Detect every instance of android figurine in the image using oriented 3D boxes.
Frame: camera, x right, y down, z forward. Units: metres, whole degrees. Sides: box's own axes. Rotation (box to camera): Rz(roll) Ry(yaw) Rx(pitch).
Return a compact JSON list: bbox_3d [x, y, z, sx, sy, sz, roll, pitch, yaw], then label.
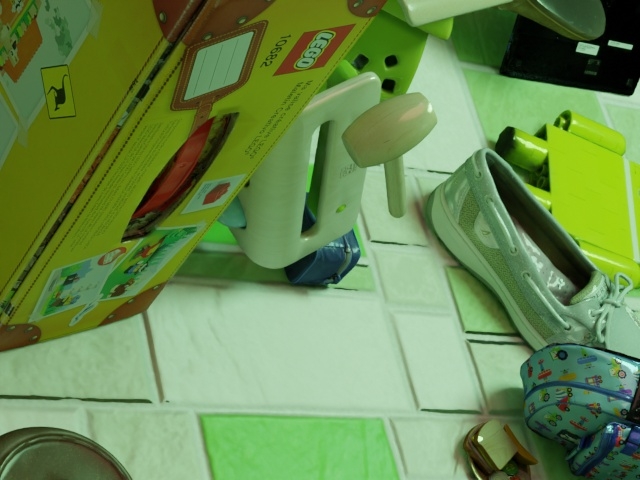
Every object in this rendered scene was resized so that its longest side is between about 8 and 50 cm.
[{"bbox_3d":[0.335,-0.042,1.861,0.273,0.056,0.248,22,47,-19],"label":"android figurine"}]

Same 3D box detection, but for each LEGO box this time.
[{"bbox_3d":[-0.200,-0.197,1.272,0.193,0.500,0.372,-15,68,-40],"label":"LEGO box"}]

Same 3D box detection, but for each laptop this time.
[{"bbox_3d":[0.328,-0.345,2.014,0.234,0.264,0.136,4,21,-33],"label":"laptop"}]

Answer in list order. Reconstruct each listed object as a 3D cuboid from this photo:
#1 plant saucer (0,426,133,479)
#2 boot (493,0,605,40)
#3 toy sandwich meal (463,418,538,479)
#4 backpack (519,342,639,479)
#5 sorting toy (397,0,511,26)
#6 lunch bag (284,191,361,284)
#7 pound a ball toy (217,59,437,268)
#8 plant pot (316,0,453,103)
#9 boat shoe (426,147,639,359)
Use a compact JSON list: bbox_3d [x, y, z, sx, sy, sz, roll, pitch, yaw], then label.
[{"bbox_3d":[-0.215,0.224,1.280,0.168,0.029,0.168,18,49,-23],"label":"plant saucer"},{"bbox_3d":[0.206,-0.323,1.867,0.305,0.115,0.112,30,48,-16],"label":"boot"},{"bbox_3d":[0.184,0.220,1.566,0.086,0.029,0.085,19,49,-23],"label":"toy sandwich meal"},{"bbox_3d":[0.288,0.177,1.591,0.173,0.158,0.117,18,66,-6],"label":"backpack"},{"bbox_3d":[0.103,-0.329,1.627,0.193,0.038,0.208,-21,72,-43],"label":"sorting toy"},{"bbox_3d":[0.000,0.000,1.577,0.065,0.067,0.098,0,60,-35],"label":"lunch bag"},{"bbox_3d":[-0.020,-0.075,1.385,0.136,0.319,0.208,-26,67,-17],"label":"pound a ball toy"},{"bbox_3d":[0.029,-0.287,1.720,0.227,0.207,0.228,25,47,-18],"label":"plant pot"},{"bbox_3d":[0.258,0.037,1.708,0.320,0.103,0.118,47,44,5],"label":"boat shoe"}]
